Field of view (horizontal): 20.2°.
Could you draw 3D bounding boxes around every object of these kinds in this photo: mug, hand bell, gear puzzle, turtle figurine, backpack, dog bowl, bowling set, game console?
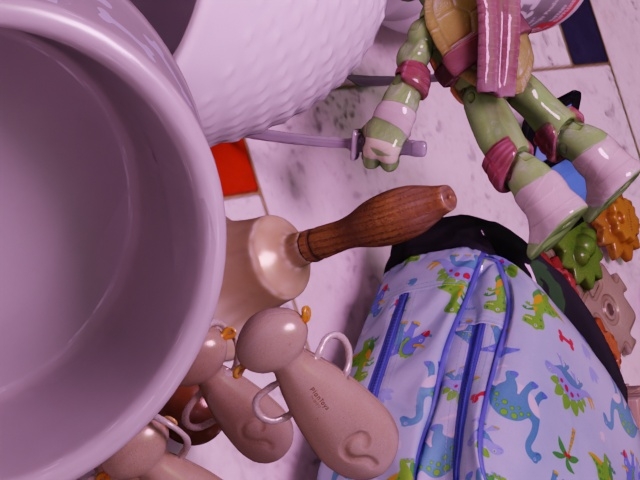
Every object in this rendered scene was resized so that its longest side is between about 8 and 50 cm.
[{"bbox_3d":[-0.104,-0.248,1.285,0.328,0.276,0.374,-5,90,-60],"label":"mug"},{"bbox_3d":[0.000,0.000,1.339,0.126,0.242,0.126,24,56,-42],"label":"hand bell"},{"bbox_3d":[0.274,0.059,1.805,0.175,0.044,0.339,55,40,-18],"label":"gear puzzle"},{"bbox_3d":[0.115,-0.097,1.503,0.266,0.274,0.198,49,13,12],"label":"turtle figurine"},{"bbox_3d":[0.128,0.189,1.433,0.290,0.273,0.355,57,50,-25],"label":"backpack"},{"bbox_3d":[-0.212,0.000,1.024,0.348,0.102,0.349,-9,113,-21],"label":"dog bowl"},{"bbox_3d":[-0.111,0.137,1.232,0.154,0.287,0.200,51,-2,-33],"label":"bowling set"},{"bbox_3d":[0.252,-0.082,1.816,0.122,0.071,0.107,-28,133,-53],"label":"game console"}]

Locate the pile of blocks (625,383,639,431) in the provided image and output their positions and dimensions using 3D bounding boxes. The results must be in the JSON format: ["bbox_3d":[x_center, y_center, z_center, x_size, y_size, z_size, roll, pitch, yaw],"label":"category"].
[{"bbox_3d":[0.305,0.301,1.647,0.149,0.112,0.362,32,58,-56],"label":"pile of blocks"}]

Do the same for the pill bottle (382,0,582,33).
[{"bbox_3d":[0.124,-0.272,1.679,0.283,0.161,0.161,-9,81,-51],"label":"pill bottle"}]
